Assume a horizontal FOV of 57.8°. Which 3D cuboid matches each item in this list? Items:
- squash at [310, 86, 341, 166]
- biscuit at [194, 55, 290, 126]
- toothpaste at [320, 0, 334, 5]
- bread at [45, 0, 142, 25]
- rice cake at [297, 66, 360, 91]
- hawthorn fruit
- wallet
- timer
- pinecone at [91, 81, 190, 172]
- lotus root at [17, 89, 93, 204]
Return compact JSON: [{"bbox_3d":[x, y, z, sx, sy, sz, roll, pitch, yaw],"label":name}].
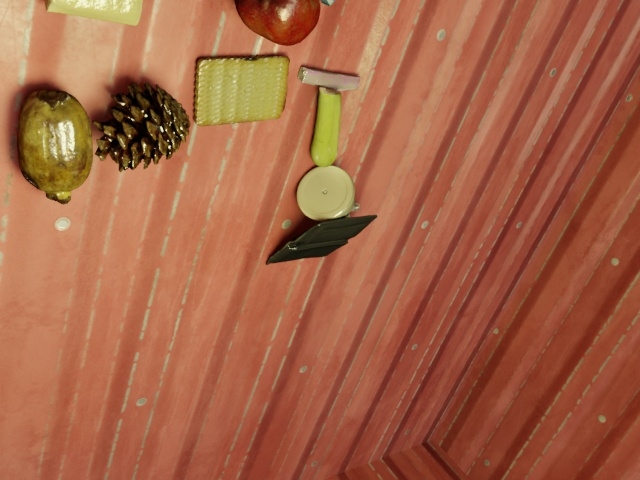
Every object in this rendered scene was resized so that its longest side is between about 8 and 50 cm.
[{"bbox_3d":[0.019,-0.317,1.637,0.083,0.083,0.250,-20,138,-28],"label":"squash"},{"bbox_3d":[-0.195,-0.379,1.454,0.255,0.029,0.172,-13,129,-33],"label":"biscuit"},{"bbox_3d":[-0.029,-0.672,1.340,0.066,0.053,0.272,-46,140,-1],"label":"toothpaste"},{"bbox_3d":[-0.435,-0.500,1.127,0.178,0.060,0.139,-2,124,-40],"label":"bread"},{"bbox_3d":[0.028,-0.443,1.587,0.207,0.036,0.047,-2,133,-39],"label":"rice cake"},{"bbox_3d":[-0.091,-0.536,1.321,0.189,0.189,0.251,-49,159,3],"label":"hawthorn fruit"},{"bbox_3d":[0.000,0.000,1.802,0.247,0.041,0.323,-6,158,-35],"label":"wallet"},{"bbox_3d":[0.046,-0.107,1.817,0.175,0.175,0.266,-46,158,-1],"label":"timer"},{"bbox_3d":[-0.396,-0.247,1.280,0.205,0.179,0.184,-30,-177,7],"label":"pinecone"},{"bbox_3d":[-0.556,-0.189,1.219,0.145,0.128,0.260,4,123,-12],"label":"lotus root"}]
